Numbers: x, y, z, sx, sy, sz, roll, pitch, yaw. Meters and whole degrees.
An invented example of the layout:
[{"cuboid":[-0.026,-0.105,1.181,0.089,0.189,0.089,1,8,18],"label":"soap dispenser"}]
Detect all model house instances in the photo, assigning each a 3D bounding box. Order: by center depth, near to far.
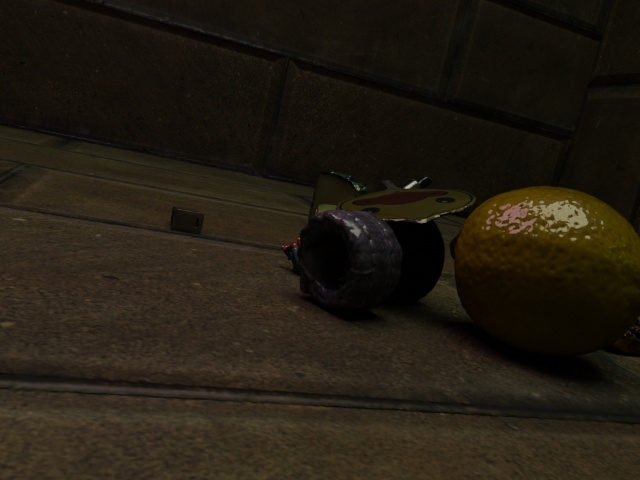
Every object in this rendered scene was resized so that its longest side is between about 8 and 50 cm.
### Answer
[{"cuboid":[0.111,-0.098,1.658,0.211,0.170,0.194,7,9,-38],"label":"model house"}]

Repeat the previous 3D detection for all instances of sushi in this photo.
[{"cuboid":[0.521,0.163,0.969,0.120,0.055,0.052,10,3,-25],"label":"sushi"}]

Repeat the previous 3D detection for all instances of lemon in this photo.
[{"cuboid":[0.327,0.044,0.827,0.267,0.267,0.267,12,9,-2],"label":"lemon"}]

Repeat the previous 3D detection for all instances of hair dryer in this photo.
[{"cuboid":[0.129,-0.049,1.079,0.156,0.284,0.320,45,-9,-26],"label":"hair dryer"}]

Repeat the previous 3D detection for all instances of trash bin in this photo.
[{"cuboid":[-0.280,-0.045,1.183,0.061,0.043,0.092,10,6,-19],"label":"trash bin"}]

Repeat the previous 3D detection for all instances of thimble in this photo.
[{"cuboid":[0.039,0.028,0.831,0.098,0.150,0.150,-3,17,-43],"label":"thimble"}]

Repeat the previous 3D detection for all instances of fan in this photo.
[{"cuboid":[0.137,-0.074,0.987,0.230,0.011,0.335,-7,16,-2],"label":"fan"}]

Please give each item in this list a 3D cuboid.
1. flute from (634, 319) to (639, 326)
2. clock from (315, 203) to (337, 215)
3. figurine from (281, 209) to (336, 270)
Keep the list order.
[{"cuboid":[0.697,0.182,1.187,0.233,0.027,0.027,14,9,4],"label":"flute"},{"cuboid":[0.132,-0.007,1.343,0.308,0.096,0.235,13,8,-1],"label":"clock"},{"cuboid":[0.000,0.000,0.994,0.068,0.140,0.075,9,49,-51],"label":"figurine"}]
